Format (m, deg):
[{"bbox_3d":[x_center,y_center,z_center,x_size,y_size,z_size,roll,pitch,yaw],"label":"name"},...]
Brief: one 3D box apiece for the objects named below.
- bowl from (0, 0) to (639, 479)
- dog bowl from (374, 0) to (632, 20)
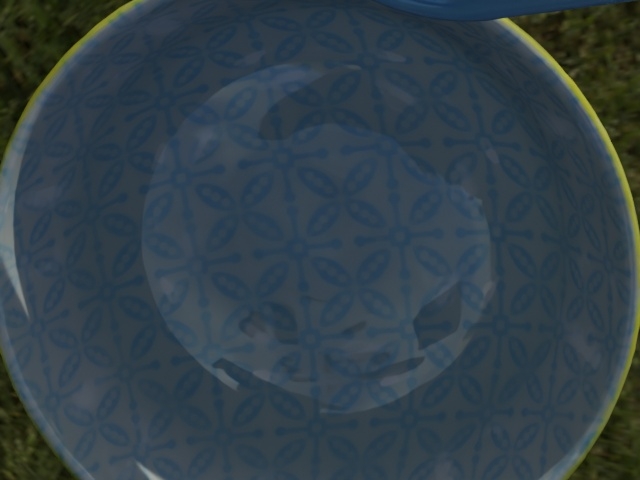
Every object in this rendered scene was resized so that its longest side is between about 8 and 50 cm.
[{"bbox_3d":[0.000,0.000,0.736,0.289,0.156,0.290,1,107,4],"label":"bowl"},{"bbox_3d":[0.085,-0.147,0.476,0.166,0.297,0.074,50,57,-33],"label":"dog bowl"}]
